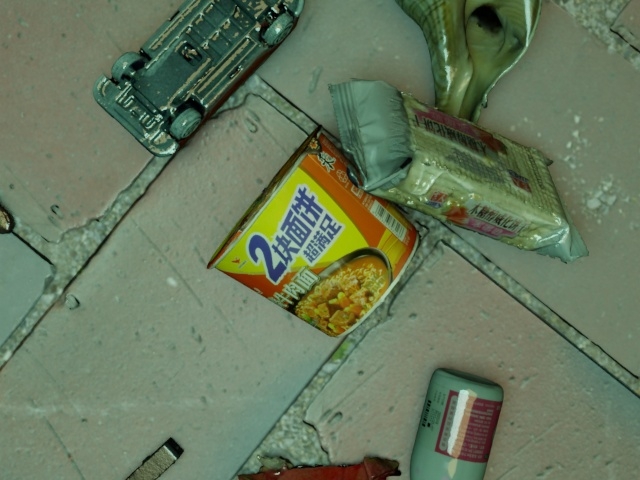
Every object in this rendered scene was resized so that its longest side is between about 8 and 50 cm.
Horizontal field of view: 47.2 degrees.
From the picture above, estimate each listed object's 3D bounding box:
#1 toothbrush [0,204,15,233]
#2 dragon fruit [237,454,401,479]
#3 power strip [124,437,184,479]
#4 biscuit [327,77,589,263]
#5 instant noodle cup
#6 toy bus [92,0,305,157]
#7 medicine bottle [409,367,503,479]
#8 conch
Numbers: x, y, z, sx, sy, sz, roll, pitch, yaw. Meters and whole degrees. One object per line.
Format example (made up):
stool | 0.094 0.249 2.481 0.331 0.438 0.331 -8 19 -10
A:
toothbrush | -0.476 -0.169 0.914 0.041 0.041 0.364 -30 90 -1
dragon fruit | -0.042 0.436 0.885 0.282 0.100 0.343 0 88 3
power strip | -0.220 0.292 0.910 0.111 0.038 0.029 -43 89 -3
biscuit | 0.155 -0.077 0.831 0.309 0.186 0.079 20 129 -22
instant noodle cup | 0.000 0.000 0.845 0.174 0.213 0.213 38 88 -8
toy bus | -0.134 -0.223 0.880 0.121 0.120 0.265 43 89 0
medicine bottle | 0.155 0.270 0.891 0.091 0.090 0.216 14 90 -1
conch | 0.176 -0.310 0.881 0.203 0.169 0.386 0 124 21
